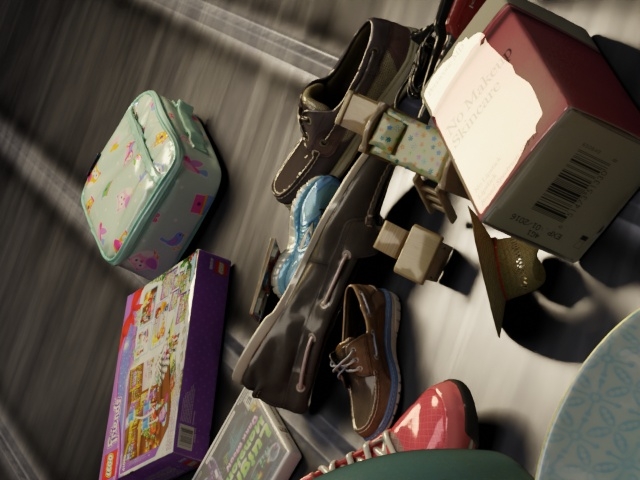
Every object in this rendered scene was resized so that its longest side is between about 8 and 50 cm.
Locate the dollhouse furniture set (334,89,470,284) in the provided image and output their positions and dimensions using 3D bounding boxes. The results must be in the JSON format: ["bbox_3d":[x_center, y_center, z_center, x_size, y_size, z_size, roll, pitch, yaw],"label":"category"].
[{"bbox_3d":[0.063,-0.062,1.816,0.182,0.101,0.161,26,95,27],"label":"dollhouse furniture set"}]

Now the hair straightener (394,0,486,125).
[{"bbox_3d":[0.139,-0.221,1.960,0.089,0.047,0.230,12,86,62],"label":"hair straightener"}]

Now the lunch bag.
[{"bbox_3d":[-0.248,-0.089,2.467,0.224,0.108,0.279,-59,29,17],"label":"lunch bag"}]

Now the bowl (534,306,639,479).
[{"bbox_3d":[0.306,0.192,1.240,0.289,0.156,0.289,-41,38,42],"label":"bowl"}]

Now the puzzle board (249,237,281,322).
[{"bbox_3d":[-0.066,0.051,2.089,0.128,0.011,0.096,78,-152,-82],"label":"puzzle board"}]

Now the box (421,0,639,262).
[{"bbox_3d":[0.212,-0.116,1.658,0.149,0.126,0.232,-54,31,24],"label":"box"}]

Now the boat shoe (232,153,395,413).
[{"bbox_3d":[0.019,0.045,1.945,0.335,0.095,0.112,-60,-7,7],"label":"boat shoe"}]

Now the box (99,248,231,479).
[{"bbox_3d":[-0.208,0.180,2.258,0.201,0.057,0.293,-30,46,48],"label":"box"}]

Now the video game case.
[{"bbox_3d":[-0.099,0.287,2.030,0.190,0.022,0.173,-60,29,14],"label":"video game case"}]

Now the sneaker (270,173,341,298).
[{"bbox_3d":[0.000,0.000,2.040,0.073,0.063,0.162,11,84,43],"label":"sneaker"}]

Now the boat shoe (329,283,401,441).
[{"bbox_3d":[0.044,0.131,1.840,0.066,0.066,0.183,-38,40,44],"label":"boat shoe"}]

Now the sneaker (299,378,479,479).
[{"bbox_3d":[0.041,0.262,1.680,0.314,0.136,0.116,-56,31,21],"label":"sneaker"}]

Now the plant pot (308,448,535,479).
[{"bbox_3d":[0.113,0.290,1.438,0.195,0.290,0.290,-34,25,-13],"label":"plant pot"}]

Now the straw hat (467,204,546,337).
[{"bbox_3d":[0.189,0.026,1.661,0.061,0.144,0.144,-14,47,7],"label":"straw hat"}]

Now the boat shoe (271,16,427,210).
[{"bbox_3d":[0.016,-0.159,2.064,0.285,0.092,0.103,-49,30,27],"label":"boat shoe"}]
